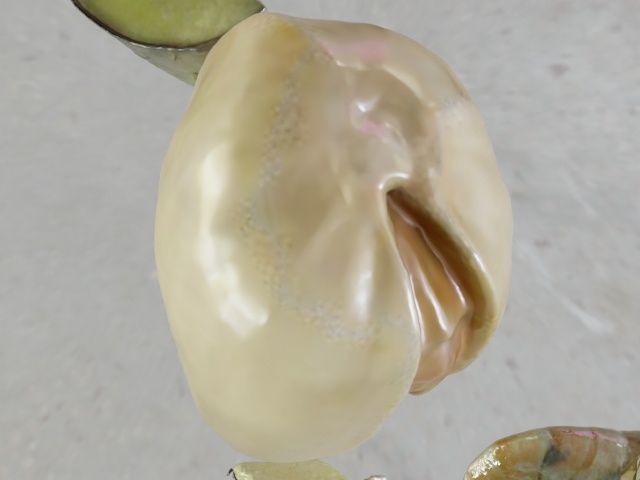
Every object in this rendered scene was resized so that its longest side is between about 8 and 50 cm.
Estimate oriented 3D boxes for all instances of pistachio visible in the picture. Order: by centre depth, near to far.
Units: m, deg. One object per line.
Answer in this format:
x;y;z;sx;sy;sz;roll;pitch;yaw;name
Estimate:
0.000;0.000;1.142;0.230;0.309;0.230;1;51;-1;pistachio

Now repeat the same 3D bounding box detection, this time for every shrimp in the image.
0.265;0.214;1.574;0.296;0.169;0.058;2;50;-4;shrimp

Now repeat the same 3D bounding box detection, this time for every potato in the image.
-0.111;-0.197;1.740;0.112;0.255;0.269;-50;57;4;potato

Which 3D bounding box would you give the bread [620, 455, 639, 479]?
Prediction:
0.143;0.088;0.450;0.163;0.204;0.262;13;69;7;bread

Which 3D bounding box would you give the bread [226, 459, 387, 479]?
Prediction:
-0.015;0.289;1.828;0.127;0.147;0.152;-2;109;-37;bread
